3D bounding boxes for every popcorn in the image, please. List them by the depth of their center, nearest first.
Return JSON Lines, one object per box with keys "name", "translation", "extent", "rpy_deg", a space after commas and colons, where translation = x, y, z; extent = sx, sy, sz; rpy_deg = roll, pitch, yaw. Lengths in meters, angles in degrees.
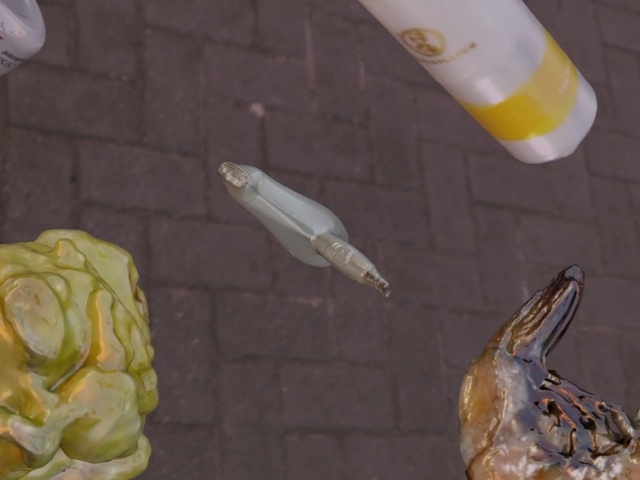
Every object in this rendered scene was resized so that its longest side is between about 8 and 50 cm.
{"name": "popcorn", "translation": [-0.293, 0.141, 1.148], "extent": [0.312, 0.312, 0.312], "rpy_deg": [14, 63, -30]}

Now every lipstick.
{"name": "lipstick", "translation": [0.044, -0.125, 0.536], "extent": [0.264, 0.059, 0.059], "rpy_deg": [38, 51, -40]}

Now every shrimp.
{"name": "shrimp", "translation": [0.252, 0.092, 0.917], "extent": [0.233, 0.071, 0.365], "rpy_deg": [26, 73, 25]}

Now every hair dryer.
{"name": "hair dryer", "translation": [0.000, 0.000, 1.377], "extent": [0.075, 0.237, 0.206], "rpy_deg": [-53, 136, 0]}

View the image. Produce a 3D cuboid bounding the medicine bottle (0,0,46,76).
{"name": "medicine bottle", "translation": [-0.443, -0.192, 1.195], "extent": [0.157, 0.288, 0.157], "rpy_deg": [56, 10, -15]}
